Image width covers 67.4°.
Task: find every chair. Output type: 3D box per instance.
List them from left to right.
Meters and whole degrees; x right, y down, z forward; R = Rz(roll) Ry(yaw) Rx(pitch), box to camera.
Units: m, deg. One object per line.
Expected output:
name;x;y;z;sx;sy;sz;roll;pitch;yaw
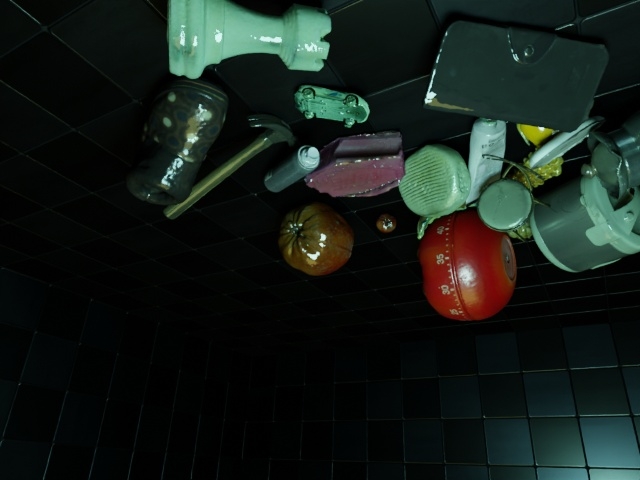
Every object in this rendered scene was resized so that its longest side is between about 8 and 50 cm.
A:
chair;0.506;-0.108;1.300;0.160;0.170;0.326;35;-168;31

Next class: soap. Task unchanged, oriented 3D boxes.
soap;0.094;-0.211;1.364;0.290;0.112;0.182;-3;150;13

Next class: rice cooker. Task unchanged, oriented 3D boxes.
rice cooker;0.808;-0.064;1.420;0.289;0.288;0.277;16;150;-26

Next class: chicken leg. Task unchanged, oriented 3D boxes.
chicken leg;0.649;-0.072;1.603;0.088;0.103;0.228;-1;154;44

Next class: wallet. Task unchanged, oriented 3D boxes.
wallet;0.418;-0.348;1.026;0.378;0.051;0.196;7;120;-8

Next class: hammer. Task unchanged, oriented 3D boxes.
hammer;-0.265;-0.190;1.332;0.440;0.044;0.168;-34;144;17

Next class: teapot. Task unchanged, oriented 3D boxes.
teapot;0.769;-0.231;1.162;0.286;0.305;0.223;-20;118;17

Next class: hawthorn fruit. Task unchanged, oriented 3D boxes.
hawthorn fruit;-0.011;-0.007;1.646;0.262;0.257;0.258;-4;160;-33
hawthorn fruit;0.232;-0.059;1.699;0.077;0.077;0.077;2;154;1

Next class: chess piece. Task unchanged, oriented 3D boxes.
chess piece;-0.138;-0.404;0.928;0.300;0.194;0.194;1;155;-16

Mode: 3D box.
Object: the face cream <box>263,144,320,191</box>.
face cream;-0.080;-0.203;1.358;0.073;0.073;0.284;15;166;-24

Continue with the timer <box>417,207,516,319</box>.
timer;0.492;0.078;1.605;0.280;0.377;0.378;-8;152;34

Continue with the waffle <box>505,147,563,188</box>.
waffle;0.613;-0.203;1.401;0.161;0.046;0.192;18;152;-35

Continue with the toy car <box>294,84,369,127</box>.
toy car;0.029;-0.334;1.174;0.186;0.058;0.093;12;155;8

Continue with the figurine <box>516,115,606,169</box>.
figurine;0.580;-0.289;1.202;0.250;0.141;0.166;-24;162;-34

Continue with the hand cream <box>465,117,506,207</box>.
hand cream;0.451;-0.220;1.307;0.121;0.076;0.336;-28;144;-5

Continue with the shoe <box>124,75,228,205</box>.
shoe;-0.371;-0.231;1.212;0.172;0.236;0.384;19;151;-34

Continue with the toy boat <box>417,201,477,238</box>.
toy boat;0.398;-0.105;1.473;0.293;0.099;0.108;-25;161;-14

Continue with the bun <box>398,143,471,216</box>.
bun;0.330;-0.168;1.357;0.108;0.221;0.221;-17;168;-37
